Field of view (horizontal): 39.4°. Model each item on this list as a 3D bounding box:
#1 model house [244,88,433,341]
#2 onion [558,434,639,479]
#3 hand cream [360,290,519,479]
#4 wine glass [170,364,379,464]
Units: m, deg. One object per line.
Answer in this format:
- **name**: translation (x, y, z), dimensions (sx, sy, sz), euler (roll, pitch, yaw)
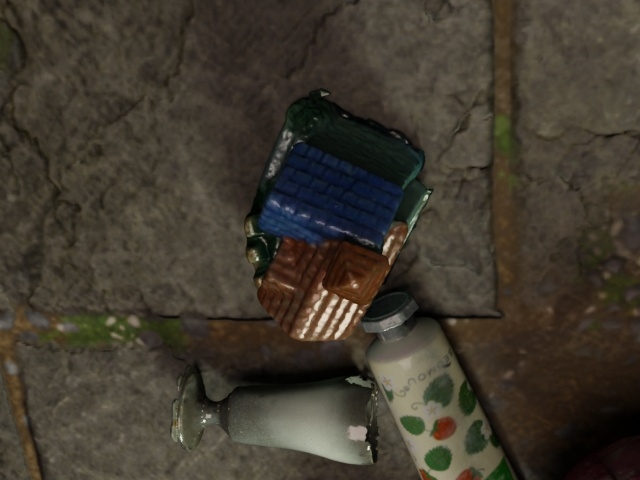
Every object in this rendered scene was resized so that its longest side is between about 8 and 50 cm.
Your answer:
- **model house**: translation (0.000, 0.000, 0.588), dimensions (0.119, 0.148, 0.148), euler (26, 114, -1)
- **onion**: translation (0.248, 0.240, 0.644), dimensions (0.200, 0.200, 0.207), euler (-38, 123, 23)
- **hand cream**: translation (0.106, 0.165, 0.688), dimensions (0.059, 0.095, 0.276), euler (2, 123, 59)
- **wine glass**: translation (-0.033, 0.136, 0.698), dimensions (0.155, 0.072, 0.072), euler (1, 114, 11)
